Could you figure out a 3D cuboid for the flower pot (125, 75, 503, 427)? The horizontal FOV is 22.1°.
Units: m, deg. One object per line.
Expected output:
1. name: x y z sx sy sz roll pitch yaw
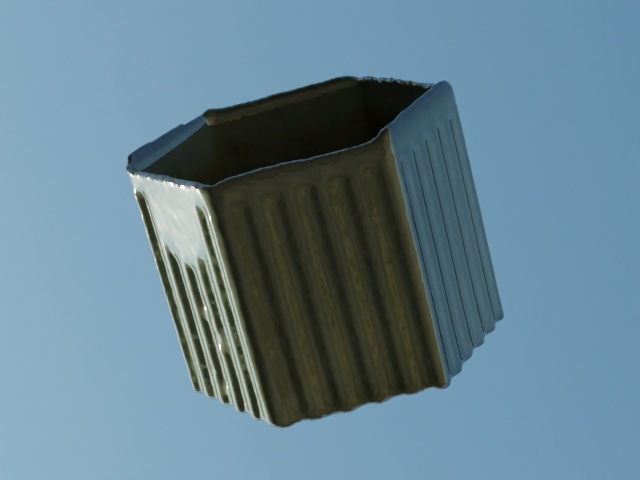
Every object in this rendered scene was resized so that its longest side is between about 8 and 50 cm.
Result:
1. flower pot: 0.000 0.000 1.165 0.209 0.239 0.189 -25 -71 -28
